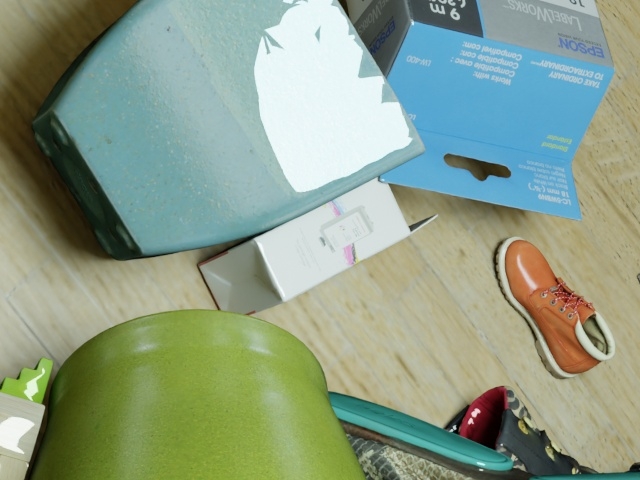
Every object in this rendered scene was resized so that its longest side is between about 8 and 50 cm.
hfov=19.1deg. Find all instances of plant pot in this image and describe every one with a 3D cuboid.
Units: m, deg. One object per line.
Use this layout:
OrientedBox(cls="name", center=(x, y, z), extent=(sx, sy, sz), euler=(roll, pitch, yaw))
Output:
OrientedBox(cls="plant pot", center=(-0.097, 0.255, 1.503), extent=(0.366, 0.366, 0.353), euler=(18, 43, -26))
OrientedBox(cls="plant pot", center=(-0.107, -0.109, 1.667), extent=(0.252, 0.247, 0.248), euler=(-33, 97, -14))

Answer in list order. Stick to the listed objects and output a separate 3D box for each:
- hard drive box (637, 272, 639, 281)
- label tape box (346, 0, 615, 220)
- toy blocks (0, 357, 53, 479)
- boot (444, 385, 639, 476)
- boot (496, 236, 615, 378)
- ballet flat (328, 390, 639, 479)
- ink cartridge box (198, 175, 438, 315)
OrientedBox(cls="hard drive box", center=(0.477, 0.020, 1.977), extent=(0.181, 0.232, 0.089), euler=(-26, 93, -32))
OrientedBox(cls="label tape box", center=(0.155, -0.201, 1.849), extent=(0.241, 0.106, 0.333), euler=(10, 53, -28))
OrientedBox(cls="toy blocks", center=(-0.381, 0.235, 1.467), extent=(0.261, 0.191, 0.381), euler=(17, 70, -11))
OrientedBox(cls="boot", center=(0.265, 0.241, 1.860), extent=(0.284, 0.138, 0.377), euler=(41, 70, -17))
OrientedBox(cls="boot", center=(0.240, 0.061, 1.916), extent=(0.059, 0.085, 0.158), euler=(-33, 95, -30))
OrientedBox(cls="ballet flat", center=(0.168, 0.253, 1.645), extent=(0.164, 0.483, 0.182), euler=(6, 92, -61))
OrientedBox(cls="ink cartridge box", center=(0.000, 0.000, 1.768), extent=(0.198, 0.115, 0.067), euler=(-27, 92, -34))
